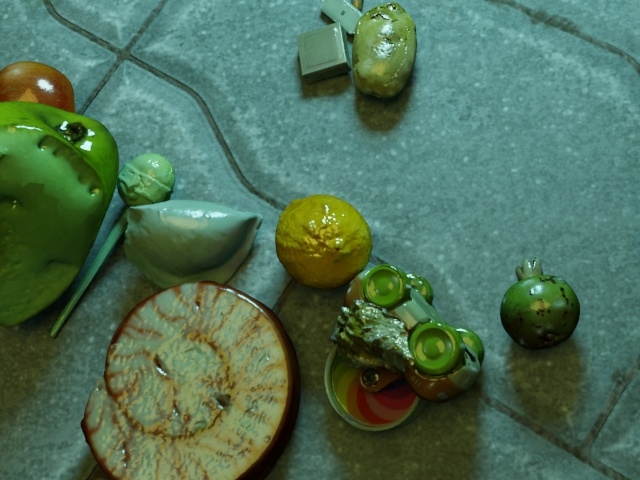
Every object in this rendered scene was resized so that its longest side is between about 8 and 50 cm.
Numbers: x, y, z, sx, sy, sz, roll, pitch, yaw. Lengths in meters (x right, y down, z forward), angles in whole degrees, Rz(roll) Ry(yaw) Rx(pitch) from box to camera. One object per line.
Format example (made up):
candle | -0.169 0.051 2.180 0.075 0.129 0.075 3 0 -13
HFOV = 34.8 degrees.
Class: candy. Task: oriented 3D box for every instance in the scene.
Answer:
candy | -0.337 0.010 1.619 0.093 0.092 0.335 31 87 -2

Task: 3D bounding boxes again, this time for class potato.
potato | 0.102 -0.308 1.644 0.107 0.080 0.170 4 73 25

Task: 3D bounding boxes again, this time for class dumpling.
dumpling | -0.195 0.003 1.584 0.217 0.149 0.105 -4 39 -8

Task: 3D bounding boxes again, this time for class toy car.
toy car | 0.095 0.165 1.460 0.235 0.145 0.235 -4 80 23

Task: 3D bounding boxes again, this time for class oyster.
oyster | 0.072 0.141 1.390 0.045 0.121 0.146 -20 59 -37

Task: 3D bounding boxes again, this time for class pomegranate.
pomegranate | 0.309 0.088 1.461 0.114 0.114 0.142 -12 46 5

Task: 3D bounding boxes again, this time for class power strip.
power strip | 0.037 -0.380 1.705 0.090 0.016 0.040 44 111 20

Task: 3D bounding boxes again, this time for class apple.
apple | -0.464 -0.210 1.667 0.139 0.163 0.163 2 71 -1

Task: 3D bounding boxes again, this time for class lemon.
lemon | 0.000 0.000 1.517 0.142 0.142 0.187 -39 27 -5

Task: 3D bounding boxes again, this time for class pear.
pear | -0.456 -0.088 1.532 0.318 0.342 0.238 -30 38 3

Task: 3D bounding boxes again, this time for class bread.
bread | -0.178 0.225 1.485 0.295 0.114 0.327 22 77 16

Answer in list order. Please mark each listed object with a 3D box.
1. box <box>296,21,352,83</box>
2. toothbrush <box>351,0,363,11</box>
box | 0.004 -0.308 1.677 0.083 0.035 0.079 -14 69 16
toothbrush | 0.066 -0.536 1.755 0.023 0.031 0.321 -2 70 12
